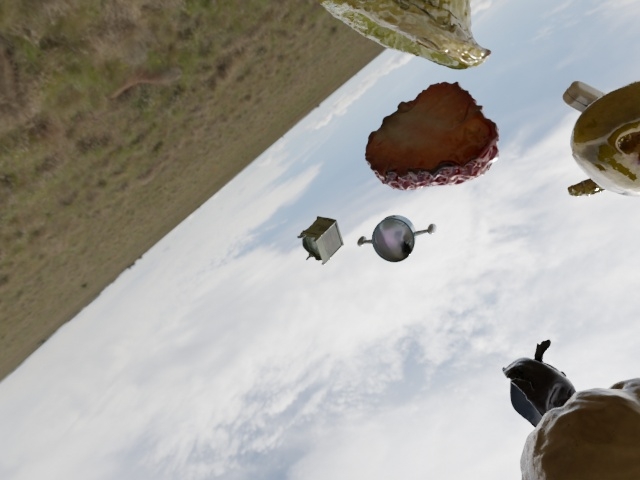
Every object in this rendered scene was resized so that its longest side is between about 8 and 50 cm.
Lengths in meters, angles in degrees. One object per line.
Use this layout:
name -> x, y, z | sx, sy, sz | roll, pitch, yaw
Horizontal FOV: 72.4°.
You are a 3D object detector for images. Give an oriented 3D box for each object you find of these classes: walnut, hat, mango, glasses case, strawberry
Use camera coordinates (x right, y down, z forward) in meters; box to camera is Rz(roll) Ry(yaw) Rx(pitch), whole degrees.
walnut -> 0.533, 0.429, 0.754 | 0.383, 0.383, 0.383 | -36, -165, 12
hat -> 0.687, 0.459, 1.297 | 0.209, 0.336, 0.238 | -28, -147, 1
mango -> 0.663, -0.216, 0.917 | 0.182, 0.364, 0.253 | -113, -143, -44
glasses case -> 0.710, -0.334, 1.101 | 0.083, 0.196, 0.050 | -54, 171, -44
strawberry -> 0.255, -0.198, 0.960 | 0.265, 0.149, 0.336 | -49, -145, 0

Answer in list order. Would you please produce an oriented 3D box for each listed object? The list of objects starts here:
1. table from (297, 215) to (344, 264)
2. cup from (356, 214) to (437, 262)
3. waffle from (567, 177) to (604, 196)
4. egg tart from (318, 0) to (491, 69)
table -> 0.000, 0.000, 1.025 | 0.062, 0.079, 0.083 | 13, -135, 39
cup -> 0.285, -0.021, 1.645 | 0.299, 0.168, 0.173 | -10, -169, 20
waffle -> 0.828, -0.176, 1.248 | 0.192, 0.046, 0.160 | -25, -176, -6
egg tart -> 0.139, -0.375, 0.699 | 0.315, 0.315, 0.120 | -83, -164, -69
